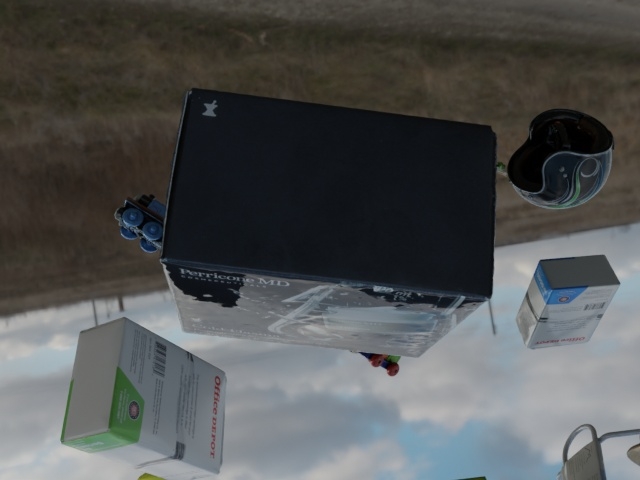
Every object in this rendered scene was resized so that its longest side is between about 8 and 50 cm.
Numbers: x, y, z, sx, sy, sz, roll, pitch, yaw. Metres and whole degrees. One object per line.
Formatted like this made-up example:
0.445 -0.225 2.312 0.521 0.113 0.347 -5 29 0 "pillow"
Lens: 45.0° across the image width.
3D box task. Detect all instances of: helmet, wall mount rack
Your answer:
0.427 -0.135 1.378 0.170 0.169 0.161 -9 141 -18 "helmet"
0.641 0.519 1.650 0.304 0.130 0.350 -53 -172 30 "wall mount rack"

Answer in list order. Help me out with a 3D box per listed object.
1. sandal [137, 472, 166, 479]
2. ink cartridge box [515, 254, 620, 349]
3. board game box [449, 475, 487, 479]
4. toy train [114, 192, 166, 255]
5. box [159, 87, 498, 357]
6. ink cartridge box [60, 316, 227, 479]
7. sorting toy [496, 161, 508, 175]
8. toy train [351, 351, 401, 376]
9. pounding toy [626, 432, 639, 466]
-0.327 0.599 1.672 0.126 0.138 0.317 -24 150 -19 "sandal"
0.508 0.130 1.606 0.148 0.085 0.203 -4 139 -10 "ink cartridge box"
0.227 0.604 1.587 0.318 0.046 0.213 -3 -140 -13 "board game box"
-0.334 -0.029 1.608 0.105 0.184 0.080 -57 179 -36 "toy train"
0.000 0.000 1.329 0.480 0.297 0.471 6 159 -3 "box"
-0.290 0.280 1.321 0.115 0.198 0.273 -19 143 25 "ink cartridge box"
0.332 -0.144 1.471 0.062 0.012 0.083 29 -177 -32 "sorting toy"
0.153 0.268 2.134 0.105 0.143 0.248 29 175 45 "toy train"
0.552 0.269 1.128 0.155 0.154 0.269 -25 157 -44 "pounding toy"
